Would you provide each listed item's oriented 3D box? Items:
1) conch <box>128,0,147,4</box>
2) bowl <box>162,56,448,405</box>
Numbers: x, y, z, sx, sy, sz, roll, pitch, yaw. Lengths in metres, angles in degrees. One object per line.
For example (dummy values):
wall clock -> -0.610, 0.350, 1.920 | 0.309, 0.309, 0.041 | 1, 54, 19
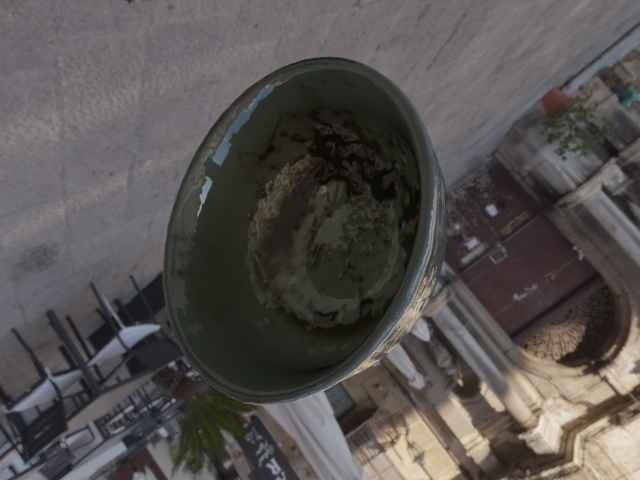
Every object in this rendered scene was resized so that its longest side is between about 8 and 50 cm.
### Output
conch -> -0.107, -0.365, 0.520 | 0.249, 0.197, 0.368 | -25, -159, 7
bowl -> 0.000, 0.000, 0.448 | 0.289, 0.289, 0.146 | -41, 144, 21
